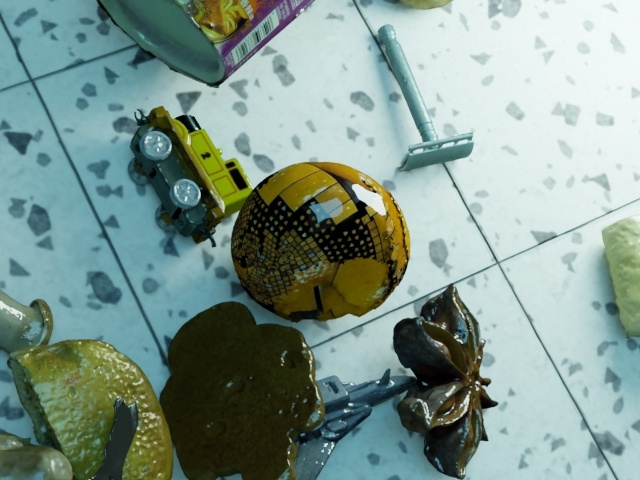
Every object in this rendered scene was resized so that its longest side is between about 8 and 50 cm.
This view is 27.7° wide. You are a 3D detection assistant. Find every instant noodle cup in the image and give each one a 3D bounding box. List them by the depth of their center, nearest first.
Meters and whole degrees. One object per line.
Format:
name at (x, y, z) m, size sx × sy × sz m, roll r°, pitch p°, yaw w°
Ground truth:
instant noodle cup at (-0.152, -0.389, 1.766) m, size 0.340 × 0.340 × 0.266 m, roll 39°, pitch 76°, yaw 2°

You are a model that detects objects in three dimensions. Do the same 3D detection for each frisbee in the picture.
frisbee at (-0.237, 0.270, 1.477) m, size 0.211 × 0.012 × 0.187 m, roll 40°, pitch 51°, yaw -37°

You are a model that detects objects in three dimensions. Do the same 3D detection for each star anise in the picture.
star anise at (0.155, 0.188, 1.712) m, size 0.214 × 0.099 × 0.220 m, roll 57°, pitch 39°, yaw -21°

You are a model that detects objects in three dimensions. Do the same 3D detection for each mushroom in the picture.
mushroom at (-0.438, 0.083, 1.620) m, size 0.212 × 0.088 × 0.097 m, roll 22°, pitch 34°, yaw -12°

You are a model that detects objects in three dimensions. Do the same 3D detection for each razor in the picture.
razor at (0.132, -0.216, 1.901) m, size 0.106 × 0.068 × 0.232 m, roll -13°, pitch 69°, yaw -20°

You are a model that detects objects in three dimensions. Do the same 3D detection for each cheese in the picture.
cheese at (0.478, 0.050, 1.869) m, size 0.123 × 0.094 × 0.167 m, roll -2°, pitch 70°, yaw -14°

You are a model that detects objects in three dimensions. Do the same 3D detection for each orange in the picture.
orange at (0.000, 0.000, 1.691) m, size 0.234 × 0.234 × 0.182 m, roll 11°, pitch 48°, yaw -11°

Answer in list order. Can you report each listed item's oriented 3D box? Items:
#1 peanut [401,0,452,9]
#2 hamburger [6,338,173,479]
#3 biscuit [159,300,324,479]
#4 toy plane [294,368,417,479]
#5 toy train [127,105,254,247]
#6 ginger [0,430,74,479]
peanut at (0.192, -0.491, 1.966) m, size 0.143 × 0.159 × 0.291 m, roll 31°, pitch 62°, yaw -30°
hamburger at (-0.261, 0.239, 1.576) m, size 0.156 × 0.144 × 0.283 m, roll -27°, pitch 94°, yaw -31°
biscuit at (-0.096, 0.197, 1.624) m, size 0.208 × 0.041 × 0.290 m, roll -29°, pitch 51°, yaw 3°
toy plane at (0.018, 0.210, 1.689) m, size 0.267 × 0.088 × 0.212 m, roll -18°, pitch 52°, yaw -22°
toy train at (-0.177, -0.092, 1.757) m, size 0.127 × 0.089 × 0.219 m, roll -24°, pitch 77°, yaw -32°
ginger at (-0.364, 0.362, 1.479) m, size 0.244 × 0.155 × 0.304 m, roll -24°, pitch 81°, yaw 12°
